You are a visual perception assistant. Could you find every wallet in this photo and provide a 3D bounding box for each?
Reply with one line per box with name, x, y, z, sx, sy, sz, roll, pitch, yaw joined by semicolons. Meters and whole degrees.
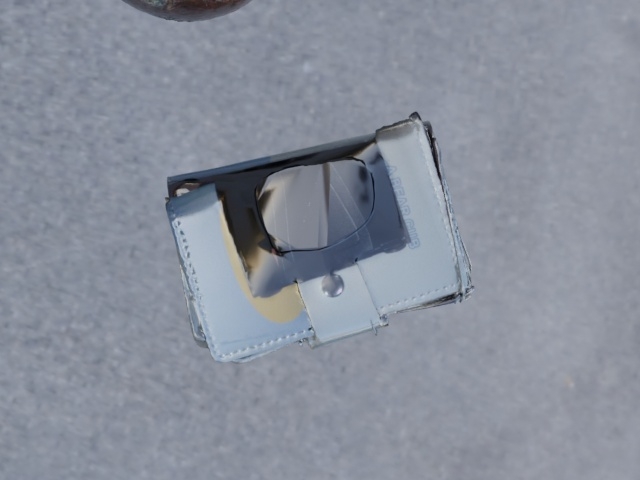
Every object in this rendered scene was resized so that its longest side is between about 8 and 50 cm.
wallet;0.000;0.000;1.035;0.069;0.231;0.170;84;-8;-84

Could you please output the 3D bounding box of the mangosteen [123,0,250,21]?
mangosteen;-0.128;-0.333;1.302;0.216;0.216;0.216;-18;114;-46
